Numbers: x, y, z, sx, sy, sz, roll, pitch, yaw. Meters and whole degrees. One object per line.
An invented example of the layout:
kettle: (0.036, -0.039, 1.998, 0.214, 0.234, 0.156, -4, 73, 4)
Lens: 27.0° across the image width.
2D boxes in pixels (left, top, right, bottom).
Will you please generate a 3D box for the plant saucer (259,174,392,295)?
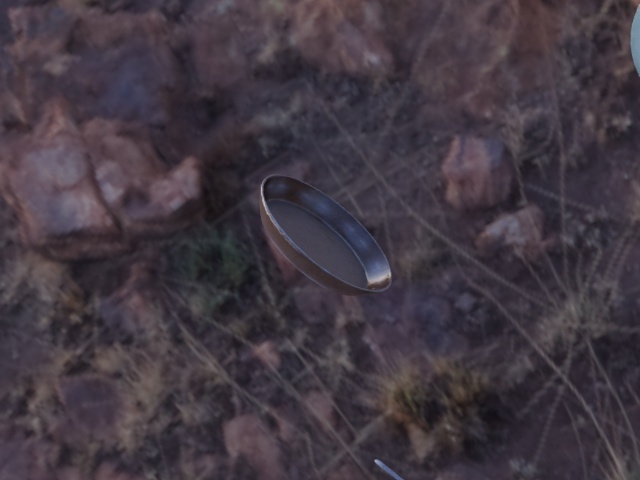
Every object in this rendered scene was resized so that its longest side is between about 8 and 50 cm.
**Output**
plant saucer: (0.000, 0.000, 1.367, 0.029, 0.168, 0.168, -49, 43, 23)

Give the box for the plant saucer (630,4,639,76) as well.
plant saucer: (0.372, -0.164, 1.187, 0.195, 0.195, 0.037, -3, 42, 25)

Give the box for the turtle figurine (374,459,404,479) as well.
turtle figurine: (0.171, 0.467, 1.765, 0.266, 0.275, 0.198, 23, 74, 34)
